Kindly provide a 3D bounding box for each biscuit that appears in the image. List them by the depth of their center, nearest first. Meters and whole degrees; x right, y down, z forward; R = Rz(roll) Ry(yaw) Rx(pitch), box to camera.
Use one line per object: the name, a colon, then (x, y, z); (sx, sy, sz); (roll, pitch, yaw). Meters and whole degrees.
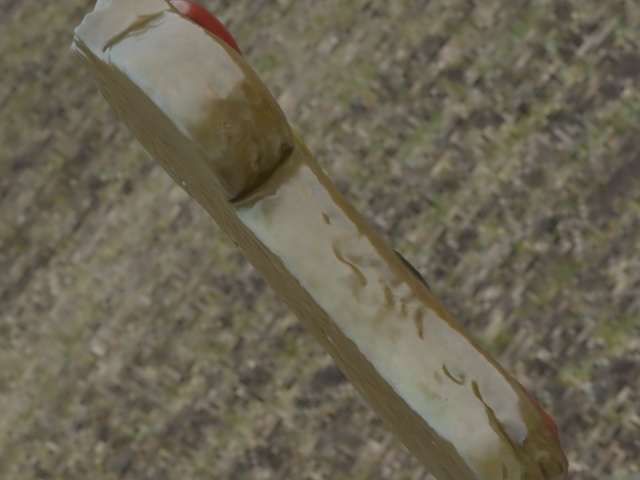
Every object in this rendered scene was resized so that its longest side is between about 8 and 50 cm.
biscuit: (0.000, 0.000, 1.094); (0.076, 0.394, 0.368); (-41, 3, -6)
